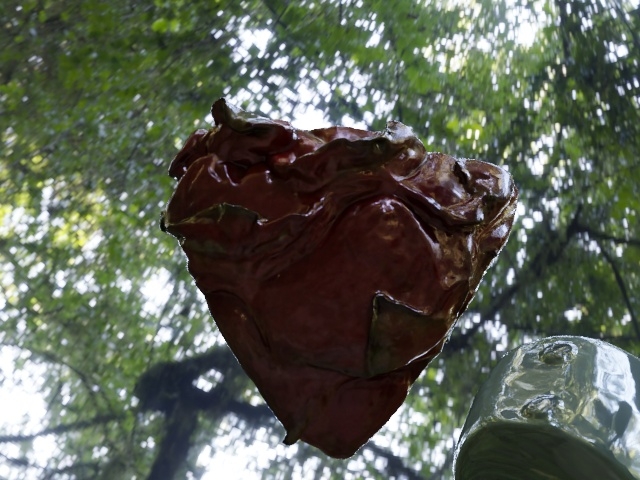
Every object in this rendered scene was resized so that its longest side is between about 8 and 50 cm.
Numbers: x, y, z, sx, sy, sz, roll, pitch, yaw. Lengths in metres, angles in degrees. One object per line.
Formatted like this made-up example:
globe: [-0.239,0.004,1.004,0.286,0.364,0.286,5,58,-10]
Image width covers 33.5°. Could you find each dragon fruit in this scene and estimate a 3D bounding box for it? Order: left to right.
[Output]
dragon fruit: [0.006,-0.005,1.019,0.329,0.286,0.228,43,-50,-9]

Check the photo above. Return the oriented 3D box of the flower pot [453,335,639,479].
flower pot: [0.274,0.175,0.591,0.367,0.164,0.254,-6,-64,25]
